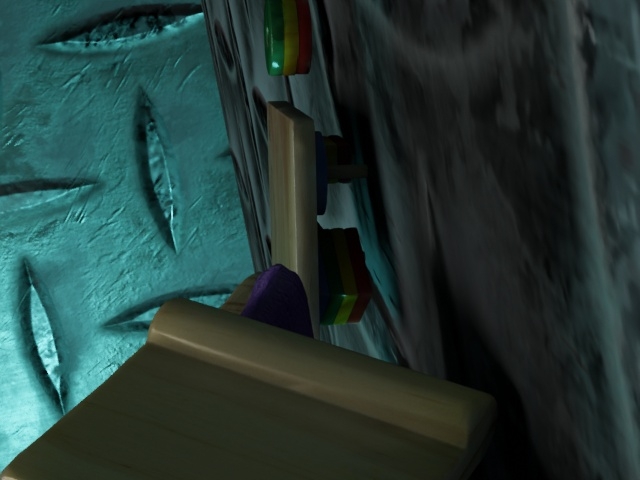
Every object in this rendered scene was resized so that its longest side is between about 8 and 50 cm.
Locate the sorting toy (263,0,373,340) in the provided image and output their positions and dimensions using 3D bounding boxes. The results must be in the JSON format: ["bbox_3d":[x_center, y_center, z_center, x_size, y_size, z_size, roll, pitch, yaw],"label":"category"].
[{"bbox_3d":[0.000,0.000,0.761,0.132,0.046,0.275,-128,36,-77],"label":"sorting toy"}]

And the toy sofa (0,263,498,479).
[{"bbox_3d":[0.001,0.201,0.596,0.177,0.150,0.363,-41,-43,-44],"label":"toy sofa"}]
